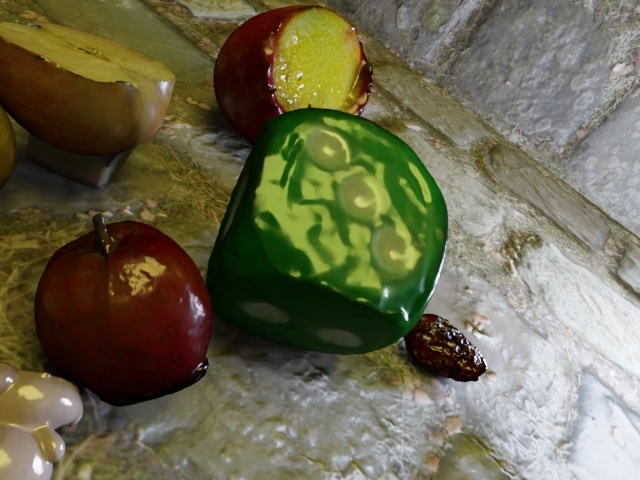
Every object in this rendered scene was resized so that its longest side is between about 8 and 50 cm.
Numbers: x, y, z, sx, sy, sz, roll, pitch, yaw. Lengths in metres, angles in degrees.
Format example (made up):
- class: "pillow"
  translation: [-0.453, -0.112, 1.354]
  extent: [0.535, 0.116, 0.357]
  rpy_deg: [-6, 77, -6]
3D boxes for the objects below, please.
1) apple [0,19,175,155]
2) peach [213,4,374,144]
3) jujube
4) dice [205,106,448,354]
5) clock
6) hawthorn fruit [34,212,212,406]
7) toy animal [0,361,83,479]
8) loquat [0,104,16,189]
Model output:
- class: "apple"
  translation: [-0.391, -0.233, 0.878]
  extent: [0.251, 0.163, 0.293]
  rpy_deg: [24, 21, 2]
- class: "peach"
  translation: [-0.074, -0.376, 1.311]
  extent: [0.406, 0.310, 0.335]
  rpy_deg: [-39, 113, -44]
- class: "jujube"
  translation: [0.230, 0.207, 1.020]
  extent: [0.166, 0.104, 0.104]
  rpy_deg: [43, 34, -4]
- class: "dice"
  translation: [0.000, 0.000, 0.851]
  extent: [0.300, 0.287, 0.297]
  rpy_deg: [21, 57, -16]
- class: "clock"
  translation: [-0.430, -0.195, 1.006]
  extent: [0.147, 0.071, 0.192]
  rpy_deg: [24, 35, -13]
- class: "hawthorn fruit"
  translation: [-0.243, 0.076, 0.660]
  extent: [0.215, 0.249, 0.215]
  rpy_deg: [-3, 41, 3]
- class: "toy animal"
  translation: [-0.325, 0.235, 0.536]
  extent: [0.124, 0.124, 0.212]
  rpy_deg: [21, 45, -17]
- class: "loquat"
  translation: [-0.539, -0.146, 0.743]
  extent: [0.213, 0.213, 0.213]
  rpy_deg: [21, 36, -16]
